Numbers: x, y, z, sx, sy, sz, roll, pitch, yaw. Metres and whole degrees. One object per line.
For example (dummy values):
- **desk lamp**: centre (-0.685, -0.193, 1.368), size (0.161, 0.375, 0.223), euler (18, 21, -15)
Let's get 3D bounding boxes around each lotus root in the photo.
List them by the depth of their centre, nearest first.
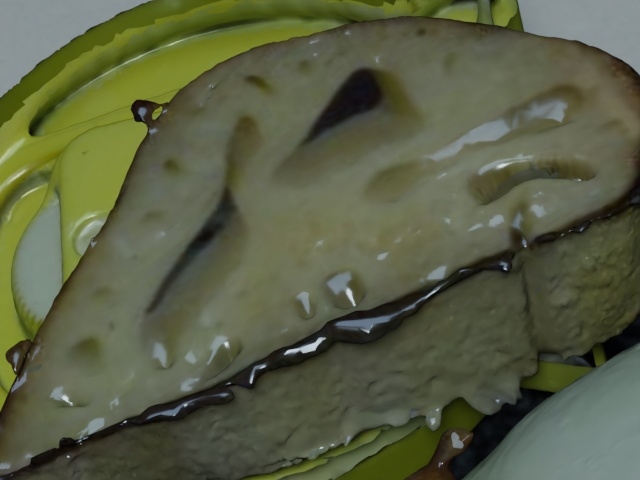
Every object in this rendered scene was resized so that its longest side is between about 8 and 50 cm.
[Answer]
- **lotus root**: centre (0.000, 0.000, 0.654), size (0.261, 0.074, 0.170), euler (-17, 51, 4)

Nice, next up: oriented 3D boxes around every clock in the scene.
- **clock**: centre (-0.032, 0.006, 0.751), size (0.294, 0.071, 0.277), euler (-8, 52, 10)

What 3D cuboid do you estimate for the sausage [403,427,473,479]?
- **sausage**: centre (-0.008, 0.195, 0.538), size (0.112, 0.112, 0.328), euler (8, 46, 20)

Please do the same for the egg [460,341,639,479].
- **egg**: centre (0.168, 0.081, 0.495), size (0.286, 0.174, 0.264), euler (14, 14, 13)
